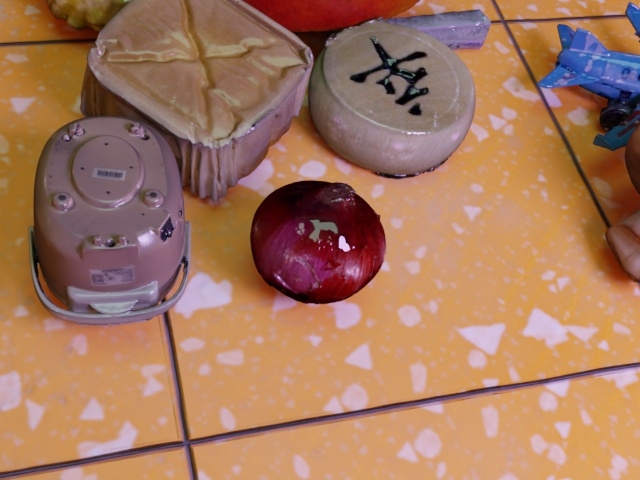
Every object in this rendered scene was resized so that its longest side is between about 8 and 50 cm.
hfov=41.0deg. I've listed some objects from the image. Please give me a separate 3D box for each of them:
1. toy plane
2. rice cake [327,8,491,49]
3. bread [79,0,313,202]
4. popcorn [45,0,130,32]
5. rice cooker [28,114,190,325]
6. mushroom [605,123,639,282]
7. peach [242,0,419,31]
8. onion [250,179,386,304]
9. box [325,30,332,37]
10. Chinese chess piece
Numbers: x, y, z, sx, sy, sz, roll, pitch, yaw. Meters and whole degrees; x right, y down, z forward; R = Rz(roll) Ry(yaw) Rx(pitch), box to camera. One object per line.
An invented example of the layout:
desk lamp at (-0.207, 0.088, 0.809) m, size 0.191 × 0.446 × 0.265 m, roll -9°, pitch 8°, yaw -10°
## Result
toy plane at (0.402, -0.180, 1.022) m, size 0.271 × 0.105 × 0.254 m, roll 23°, pitch 55°, yaw 4°
rice cake at (0.109, -0.252, 1.051) m, size 0.210 × 0.043 × 0.034 m, roll -10°, pitch 53°, yaw -18°
bread at (-0.130, -0.163, 0.901) m, size 0.209 × 0.110 × 0.192 m, roll 32°, pitch 62°, yaw 12°
popcorn at (-0.243, -0.310, 0.974) m, size 0.173 × 0.142 × 0.174 m, roll 20°, pitch 31°, yaw -13°
rice cooker at (-0.191, -0.022, 0.779) m, size 0.145 × 0.127 × 0.206 m, roll -3°, pitch 48°, yaw -12°
mushroom at (0.387, -0.033, 0.885) m, size 0.204 × 0.204 × 0.204 m, roll 5°, pitch 54°, yaw -8°
peach at (-0.025, -0.409, 0.966) m, size 0.380 × 0.306 × 0.242 m, roll -8°, pitch 31°, yaw -21°
onion at (0.000, 0.000, 0.806) m, size 0.131 × 0.131 × 0.131 m, roll 5°, pitch 54°, yaw -8°
box at (0.039, -0.284, 1.072) m, size 0.083 × 0.024 × 0.053 m, roll -13°, pitch 58°, yaw -18°
Chinese chess piece at (0.080, -0.162, 0.959) m, size 0.188 × 0.083 × 0.189 m, roll 7°, pitch 52°, yaw -9°
